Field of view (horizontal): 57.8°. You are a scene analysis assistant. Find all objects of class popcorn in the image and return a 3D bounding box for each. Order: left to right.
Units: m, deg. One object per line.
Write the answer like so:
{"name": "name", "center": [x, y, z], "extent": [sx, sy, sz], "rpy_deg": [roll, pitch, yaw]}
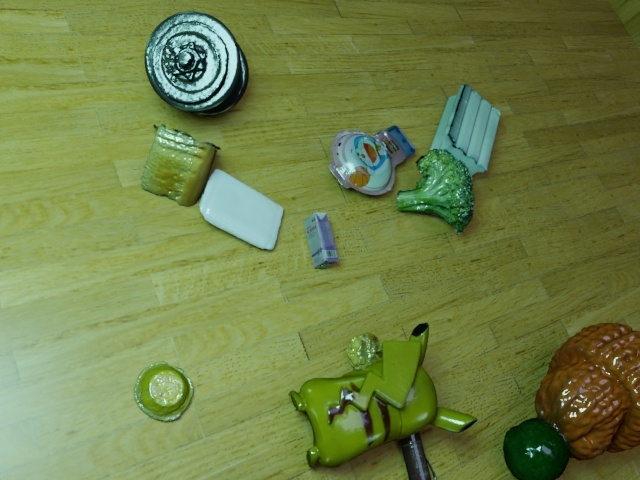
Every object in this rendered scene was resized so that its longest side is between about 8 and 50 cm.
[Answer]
{"name": "popcorn", "center": [0.094, 0.232, 1.193], "extent": [0.083, 0.057, 0.082], "rpy_deg": [41, 55, -8]}

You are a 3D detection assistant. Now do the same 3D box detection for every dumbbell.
{"name": "dumbbell", "center": [-0.249, -0.356, 1.190], "extent": [0.192, 0.290, 0.192], "rpy_deg": [0, 99, 0]}

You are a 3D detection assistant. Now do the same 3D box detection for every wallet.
{"name": "wallet", "center": [-0.163, -0.061, 1.204], "extent": [0.183, 0.032, 0.124], "rpy_deg": [29, 54, -24]}

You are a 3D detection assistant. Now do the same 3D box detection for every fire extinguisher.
{"name": "fire extinguisher", "center": [0.196, 0.444, 1.149], "extent": [0.078, 0.045, 0.157], "rpy_deg": [5, 62, -38]}

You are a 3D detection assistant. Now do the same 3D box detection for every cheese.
{"name": "cheese", "center": [0.129, -0.206, 1.425], "extent": [0.286, 0.074, 0.189], "rpy_deg": [-31, 85, -37]}

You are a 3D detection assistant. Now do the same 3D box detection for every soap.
{"name": "soap", "center": [0.406, -0.304, 1.619], "extent": [0.150, 0.094, 0.261], "rpy_deg": [36, 53, -15]}

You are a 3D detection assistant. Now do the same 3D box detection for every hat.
{"name": "hat", "center": [0.559, 0.354, 1.287], "extent": [0.400, 0.285, 0.285], "rpy_deg": [-15, 73, -19]}

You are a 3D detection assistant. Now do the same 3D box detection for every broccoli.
{"name": "broccoli", "center": [0.278, -0.113, 1.420], "extent": [0.194, 0.194, 0.220], "rpy_deg": [-12, 95, -33]}

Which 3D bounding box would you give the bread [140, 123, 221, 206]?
{"name": "bread", "center": [-0.274, -0.189, 1.163], "extent": [0.140, 0.169, 0.160], "rpy_deg": [20, 43, -17]}

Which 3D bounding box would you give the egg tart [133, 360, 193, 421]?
{"name": "egg tart", "center": [-0.267, 0.256, 0.995], "extent": [0.105, 0.039, 0.105], "rpy_deg": [11, 62, -22]}

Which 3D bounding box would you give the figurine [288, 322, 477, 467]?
{"name": "figurine", "center": [0.108, 0.296, 1.092], "extent": [0.326, 0.169, 0.218], "rpy_deg": [-11, 81, -30]}

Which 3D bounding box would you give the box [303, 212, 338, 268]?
{"name": "box", "center": [0.000, 0.000, 1.263], "extent": [0.036, 0.050, 0.117], "rpy_deg": [1, 64, -36]}
